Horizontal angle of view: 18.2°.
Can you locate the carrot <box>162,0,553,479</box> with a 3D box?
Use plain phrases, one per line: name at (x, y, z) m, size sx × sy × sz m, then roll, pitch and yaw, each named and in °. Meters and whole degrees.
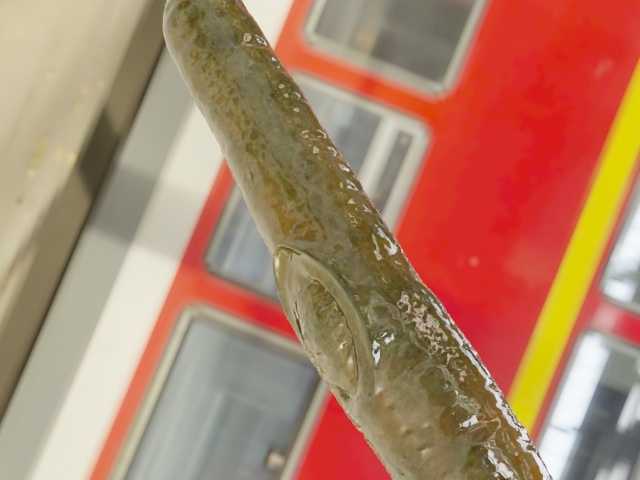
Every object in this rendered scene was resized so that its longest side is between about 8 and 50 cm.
carrot at (0.001, -0.001, 0.935) m, size 0.070 × 0.342 × 0.070 m, roll -27°, pitch 157°, yaw -12°
